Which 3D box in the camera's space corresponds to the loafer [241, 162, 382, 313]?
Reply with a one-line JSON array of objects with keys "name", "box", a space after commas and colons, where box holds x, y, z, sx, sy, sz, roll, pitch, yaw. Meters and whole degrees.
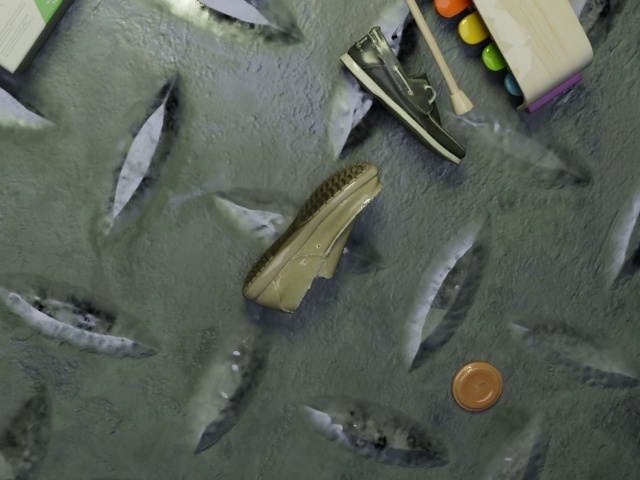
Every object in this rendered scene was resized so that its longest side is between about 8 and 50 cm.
[{"name": "loafer", "box": [0.000, 0.000, 1.239, 0.092, 0.102, 0.268, 40, 103, -17]}]

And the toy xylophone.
[{"name": "toy xylophone", "box": [0.240, -0.318, 1.192, 0.236, 0.081, 0.322, -26, 106, -3]}]

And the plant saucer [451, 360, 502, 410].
[{"name": "plant saucer", "box": [0.252, 0.234, 1.373, 0.083, 0.013, 0.083, -2, 103, -10]}]

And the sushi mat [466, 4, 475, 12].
[{"name": "sushi mat", "box": [0.297, -0.467, 1.222, 0.151, 0.019, 0.316, 19, 98, -14]}]

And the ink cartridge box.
[{"name": "ink cartridge box", "box": [-0.435, -0.341, 1.086, 0.219, 0.092, 0.160, 35, 94, -15]}]

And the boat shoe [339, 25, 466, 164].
[{"name": "boat shoe", "box": [0.133, -0.201, 1.219, 0.079, 0.084, 0.233, -45, 103, 3]}]
